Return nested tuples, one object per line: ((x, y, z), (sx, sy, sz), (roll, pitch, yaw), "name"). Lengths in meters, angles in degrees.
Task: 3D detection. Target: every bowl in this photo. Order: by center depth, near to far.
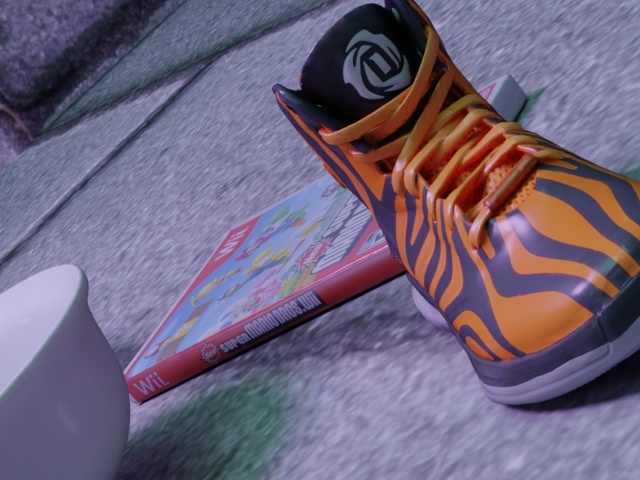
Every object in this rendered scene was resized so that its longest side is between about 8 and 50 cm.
((-0.216, 0.159, 1.186), (0.298, 0.134, 0.298), (-36, 15, 11), "bowl")

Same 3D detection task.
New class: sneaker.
((0.063, -0.031, 0.973), (0.124, 0.180, 0.321), (-42, 14, -9), "sneaker")

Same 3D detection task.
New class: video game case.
((0.000, 0.000, 1.357), (0.285, 0.025, 0.204), (-28, 18, 38), "video game case")
